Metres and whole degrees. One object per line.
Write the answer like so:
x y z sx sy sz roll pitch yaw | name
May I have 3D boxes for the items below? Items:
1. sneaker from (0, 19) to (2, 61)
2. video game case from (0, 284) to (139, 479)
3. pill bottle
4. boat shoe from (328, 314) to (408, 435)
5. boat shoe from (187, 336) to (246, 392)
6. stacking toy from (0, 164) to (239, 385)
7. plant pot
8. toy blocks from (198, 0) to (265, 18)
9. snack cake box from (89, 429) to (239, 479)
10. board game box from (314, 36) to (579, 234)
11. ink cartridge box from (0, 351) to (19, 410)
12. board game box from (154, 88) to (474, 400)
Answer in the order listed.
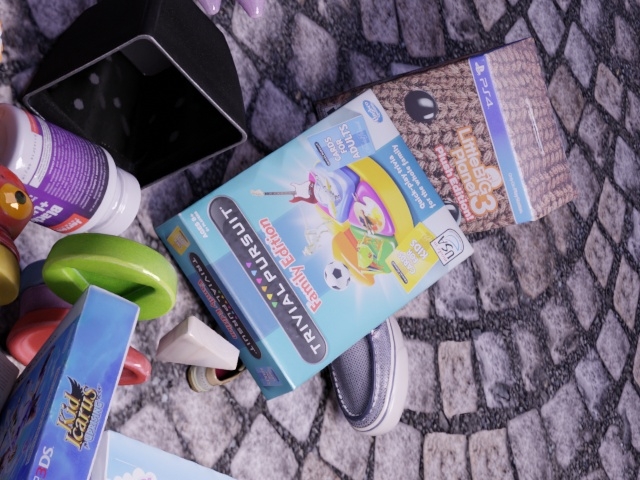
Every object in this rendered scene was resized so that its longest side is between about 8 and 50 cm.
-0.407 -0.254 1.724 0.121 0.099 0.262 17 59 -41 | sneaker
-0.276 0.212 1.568 0.061 0.244 0.269 26 47 -15 | video game case
-0.292 -0.069 1.795 0.193 0.108 0.108 25 61 -46 | pill bottle
0.011 0.086 2.154 0.158 0.127 0.340 10 64 -44 | boat shoe
-0.108 0.148 2.025 0.135 0.045 0.050 -40 112 -50 | boat shoe
-0.237 0.026 1.682 0.309 0.279 0.130 52 42 -51 | stacking toy
-0.202 -0.197 1.901 0.187 0.188 0.167 44 36 -36 | plant pot
-0.127 -0.376 1.941 0.309 0.288 0.260 2 73 -58 | toy blocks
-0.193 0.296 1.778 0.264 0.152 0.089 29 52 -44 | snack cake box
0.172 -0.126 2.266 0.141 0.291 0.232 -25 100 -53 | board game box
-0.403 0.183 1.601 0.134 0.078 0.231 49 45 -32 | ink cartridge box
0.000 0.000 2.051 0.336 0.079 0.254 -36 94 -32 | board game box
